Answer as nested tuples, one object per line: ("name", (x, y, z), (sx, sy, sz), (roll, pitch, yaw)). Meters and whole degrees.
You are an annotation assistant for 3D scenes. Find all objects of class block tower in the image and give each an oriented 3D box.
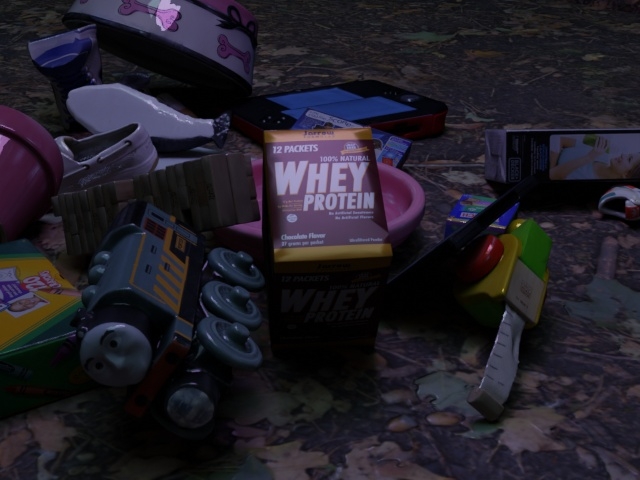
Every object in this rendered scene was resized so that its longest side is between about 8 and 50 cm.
("block tower", (-0.222, -0.043, 1.293), (0.335, 0.097, 0.091), (-7, 2, 41))

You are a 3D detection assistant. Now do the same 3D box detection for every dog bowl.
("dog bowl", (-0.309, -0.438, 1.991), (0.408, 0.150, 0.408), (19, -1, 0))

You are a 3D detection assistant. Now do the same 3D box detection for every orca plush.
("orca plush", (-0.294, -0.212, 1.701), (0.287, 0.151, 0.102), (-3, -6, 2))

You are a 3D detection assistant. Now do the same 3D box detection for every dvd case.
("dvd case", (0.174, 0.004, 1.280), (0.022, 0.180, 0.253), (53, 41, 4))

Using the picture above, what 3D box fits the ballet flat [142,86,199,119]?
("ballet flat", (-0.336, -0.267, 1.939), (0.232, 0.073, 0.080), (14, 29, 27))

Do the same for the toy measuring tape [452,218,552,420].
("toy measuring tape", (0.202, 0.092, 1.168), (0.121, 0.121, 0.330), (9, 44, 18))

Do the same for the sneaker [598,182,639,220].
("sneaker", (0.506, -0.047, 1.494), (0.161, 0.057, 0.075), (14, 30, 36))

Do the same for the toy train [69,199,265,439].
("toy train", (-0.169, 0.078, 1.057), (0.190, 0.142, 0.334), (31, 18, -15))

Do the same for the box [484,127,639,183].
("box", (0.430, -0.142, 1.605), (0.290, 0.087, 0.169), (0, 6, -1))

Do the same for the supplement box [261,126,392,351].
("supplement box", (0.000, 0.000, 1.150), (0.129, 0.194, 0.191), (-3, 54, -6))

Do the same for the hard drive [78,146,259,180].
("hard drive", (-0.250, -0.113, 1.651), (0.307, 0.040, 0.203), (13, 28, 27))

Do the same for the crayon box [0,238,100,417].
("crayon box", (-0.378, 0.097, 1.149), (0.165, 0.081, 0.278), (-16, 30, -31))

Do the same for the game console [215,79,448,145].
("game console", (0.024, -0.259, 1.941), (0.386, 0.060, 0.342), (-12, 28, -25))

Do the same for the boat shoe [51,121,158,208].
("boat shoe", (-0.406, -0.127, 1.559), (0.277, 0.096, 0.098), (-20, 42, -7))

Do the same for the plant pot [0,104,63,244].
("plant pot", (-0.491, -0.068, 1.398), (0.201, 0.201, 0.180), (1, 40, 3))

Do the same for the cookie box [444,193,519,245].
("cookie box", (0.245, -0.028, 1.467), (0.091, 0.040, 0.107), (10, 28, 19))

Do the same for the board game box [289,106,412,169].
("board game box", (0.044, -0.158, 1.678), (0.201, 0.035, 0.136), (20, 40, 12))

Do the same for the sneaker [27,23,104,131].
("sneaker", (-0.462, -0.306, 1.868), (0.127, 0.182, 0.315), (-17, 8, -5))

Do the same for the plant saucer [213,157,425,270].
("plant saucer", (-0.012, -0.037, 1.437), (0.332, 0.084, 0.332), (1, 26, 0))
